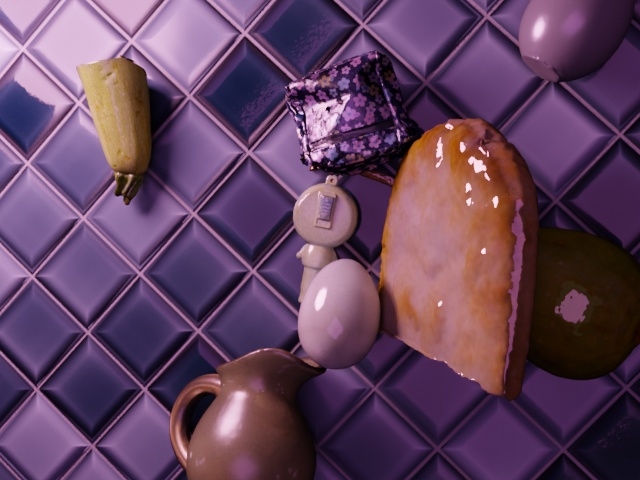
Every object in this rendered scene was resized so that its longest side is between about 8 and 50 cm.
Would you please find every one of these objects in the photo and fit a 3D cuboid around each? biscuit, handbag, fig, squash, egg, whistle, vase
[{"bbox_3d":[0.230,0.012,1.593,0.104,0.429,0.445,4,92,-24],"label":"biscuit"},{"bbox_3d":[0.060,-0.231,1.727,0.229,0.127,0.207,-17,86,12],"label":"handbag"},{"bbox_3d":[0.409,0.098,1.621,0.326,0.258,0.258,24,96,21],"label":"fig"},{"bbox_3d":[-0.379,-0.219,1.826,0.137,0.137,0.287,-13,101,10],"label":"squash"},{"bbox_3d":[0.457,-0.392,1.631,0.176,0.176,0.232,42,96,6],"label":"egg"},{"bbox_3d":[0.000,0.000,1.778,0.126,0.067,0.257,12,96,8],"label":"whistle"},{"bbox_3d":[0.036,0.135,1.705,0.151,0.151,0.209,8,70,10],"label":"egg"},{"bbox_3d":[-0.159,0.354,1.754,0.329,0.241,0.302,1,79,32],"label":"vase"}]

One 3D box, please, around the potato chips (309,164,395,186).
[{"bbox_3d":[0.079,-0.128,1.781,0.204,0.026,0.037,14,98,8],"label":"potato chips"}]
